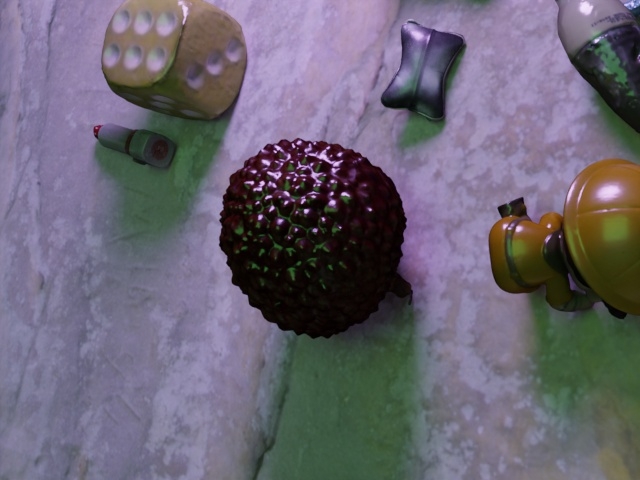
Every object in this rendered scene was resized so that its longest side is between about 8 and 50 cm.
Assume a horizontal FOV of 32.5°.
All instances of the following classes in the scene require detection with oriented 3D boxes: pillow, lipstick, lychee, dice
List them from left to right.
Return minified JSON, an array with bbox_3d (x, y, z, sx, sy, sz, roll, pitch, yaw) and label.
[{"bbox_3d":[-0.332,-0.168,1.867,0.186,0.063,0.057,19,87,42],"label":"lipstick"},{"bbox_3d":[-0.233,-0.294,1.764,0.169,0.169,0.166,8,82,35],"label":"dice"},{"bbox_3d":[0.000,0.000,1.494,0.264,0.300,0.264,-50,17,21],"label":"lychee"},{"bbox_3d":[0.146,-0.243,1.570,0.091,0.055,0.135,16,88,33],"label":"pillow"}]

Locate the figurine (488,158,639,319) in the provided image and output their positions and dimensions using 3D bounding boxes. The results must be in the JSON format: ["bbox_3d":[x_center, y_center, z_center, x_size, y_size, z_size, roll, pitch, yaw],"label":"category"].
[{"bbox_3d":[0.326,0.005,1.319,0.257,0.167,0.192,-15,83,32],"label":"figurine"}]

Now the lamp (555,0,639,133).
[{"bbox_3d":[0.366,-0.240,1.398,0.101,0.101,0.250,-32,70,23],"label":"lamp"}]

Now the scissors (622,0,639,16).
[{"bbox_3d":[0.401,-0.463,1.476,0.180,0.032,0.392,-31,62,22],"label":"scissors"}]
